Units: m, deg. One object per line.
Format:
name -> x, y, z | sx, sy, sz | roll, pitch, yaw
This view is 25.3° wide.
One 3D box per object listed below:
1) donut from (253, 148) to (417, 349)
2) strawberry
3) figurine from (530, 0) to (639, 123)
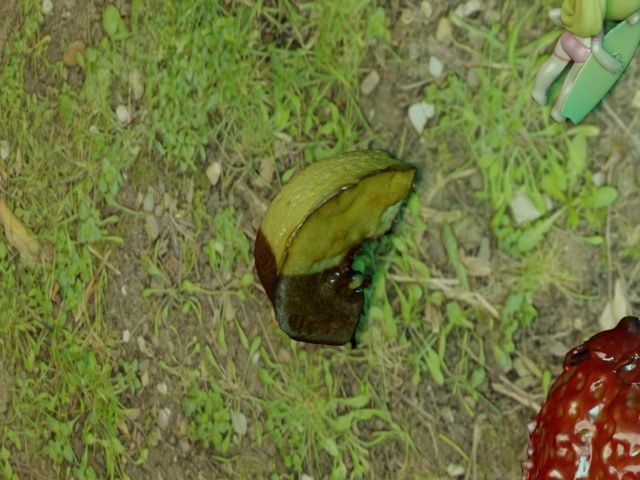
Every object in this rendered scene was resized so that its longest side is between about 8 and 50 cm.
donut -> 0.001, -0.001, 1.416 | 0.085, 0.141, 0.217 | 49, 124, 41
strawberry -> 0.262, 0.217, 1.062 | 0.250, 0.238, 0.288 | 19, 86, 56
figurine -> 0.221, -0.172, 1.184 | 0.083, 0.083, 0.187 | 55, 141, 27
